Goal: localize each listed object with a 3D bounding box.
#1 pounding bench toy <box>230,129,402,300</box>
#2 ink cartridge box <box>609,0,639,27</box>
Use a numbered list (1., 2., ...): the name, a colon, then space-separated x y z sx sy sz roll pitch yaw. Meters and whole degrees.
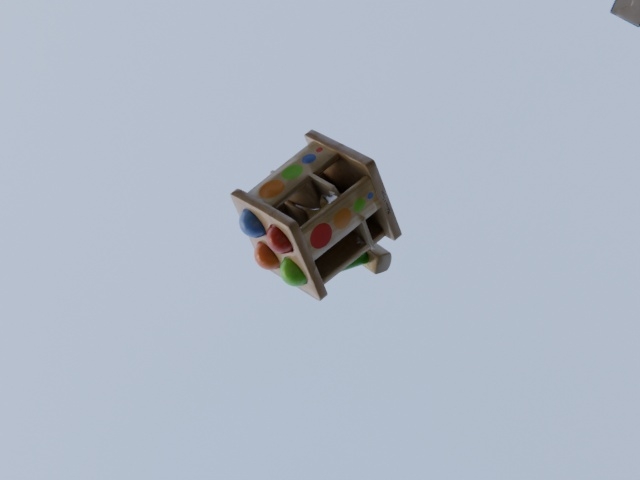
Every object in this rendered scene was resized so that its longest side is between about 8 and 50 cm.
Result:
1. pounding bench toy: 0.000 0.000 0.914 0.065 0.083 0.052 -39 -139 -20
2. ink cartridge box: 0.262 -0.207 1.414 0.028 0.083 0.048 29 -57 12
